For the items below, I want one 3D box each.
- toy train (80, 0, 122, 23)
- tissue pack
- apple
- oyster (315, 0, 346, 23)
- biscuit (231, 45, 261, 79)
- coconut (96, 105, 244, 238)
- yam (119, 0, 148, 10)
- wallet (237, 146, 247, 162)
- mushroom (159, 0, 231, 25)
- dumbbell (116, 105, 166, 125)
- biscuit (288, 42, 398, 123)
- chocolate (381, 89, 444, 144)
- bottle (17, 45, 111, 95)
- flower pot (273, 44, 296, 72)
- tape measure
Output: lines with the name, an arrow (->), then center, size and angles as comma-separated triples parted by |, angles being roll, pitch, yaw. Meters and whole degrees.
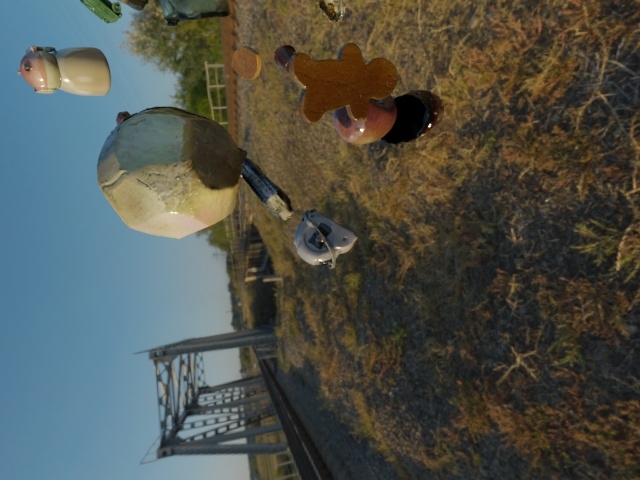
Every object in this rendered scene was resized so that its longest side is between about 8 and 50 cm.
toy train -> -0.904, -0.971, 1.685 | 0.070, 0.172, 0.099 | 16, 79, 37
tissue pack -> -0.279, -0.266, 2.109 | 0.332, 0.123, 0.245 | 49, -176, 29
apple -> 0.201, -0.582, 1.894 | 0.235, 0.306, 0.305 | -47, 48, 47
oyster -> 0.027, -0.819, 1.381 | 0.177, 0.105, 0.056 | 43, 175, -32
biscuit -> -0.339, -0.818, 1.893 | 0.221, 0.029, 0.142 | 4, 125, 50
coconut -> -0.392, -0.171, 1.074 | 0.352, 0.353, 0.352 | 173, 90, -78
yam -> -0.604, -0.704, 1.062 | 0.357, 0.081, 0.081 | -13, -83, -65
wallet -> -0.476, -0.309, 1.964 | 0.044, 0.170, 0.321 | 38, 103, 40
mushroom -> -0.373, -0.726, 1.183 | 0.267, 0.190, 0.164 | -111, 8, -58
dumbbell -> -0.753, -0.519, 1.763 | 0.092, 0.231, 0.082 | -29, 87, 52
biscuit -> 0.098, -0.589, 1.550 | 0.064, 0.432, 0.283 | 29, 134, 63
chocolate -> 0.459, -0.611, 2.006 | 0.340, 0.210, 0.225 | -12, 102, 57
bottle -> -0.800, -0.527, 1.276 | 0.148, 0.236, 0.147 | 19, 118, 39
flower pot -> -0.147, -0.819, 1.870 | 0.111, 0.111, 0.089 | 103, 144, -59
tape measure -> 0.000, 0.000, 1.583 | 0.197, 0.236, 0.120 | -55, -8, -14
